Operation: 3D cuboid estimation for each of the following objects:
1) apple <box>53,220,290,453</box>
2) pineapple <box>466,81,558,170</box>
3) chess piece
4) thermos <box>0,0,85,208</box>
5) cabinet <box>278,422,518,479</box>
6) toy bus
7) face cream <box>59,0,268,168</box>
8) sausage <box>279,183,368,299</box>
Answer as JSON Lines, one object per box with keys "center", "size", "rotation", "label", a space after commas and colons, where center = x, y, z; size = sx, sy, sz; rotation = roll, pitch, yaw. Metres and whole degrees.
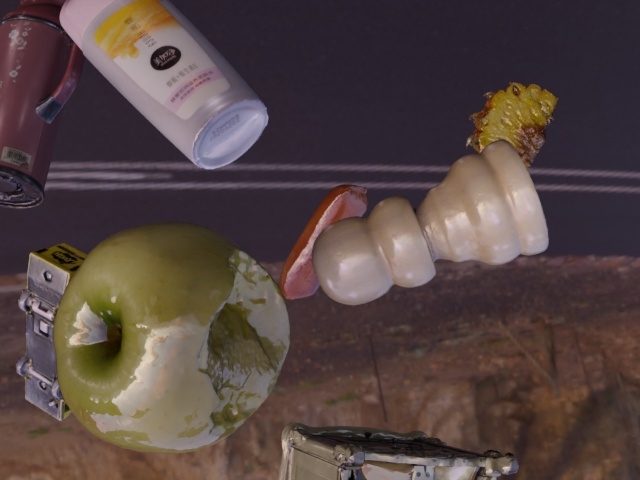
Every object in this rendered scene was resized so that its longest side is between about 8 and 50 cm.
{"center": [-0.172, 0.114, 0.972], "size": [0.279, 0.279, 0.279], "rotation": [-10, 166, -2], "label": "apple"}
{"center": [0.327, -0.199, 1.600], "size": [0.140, 0.250, 0.164], "rotation": [33, 170, -17], "label": "pineapple"}
{"center": [0.134, -0.005, 1.105], "size": [0.300, 0.167, 0.167], "rotation": [-23, 166, 2], "label": "chess piece"}
{"center": [-0.389, -0.218, 1.119], "size": [0.109, 0.330, 0.136], "rotation": [18, 154, -27], "label": "thermos"}
{"center": [0.110, 0.428, 1.349], "size": [0.290, 0.227, 0.318], "rotation": [8, 170, -19], "label": "cabinet"}
{"center": [-0.336, 0.117, 1.066], "size": [0.081, 0.226, 0.074], "rotation": [22, -151, 22], "label": "toy bus"}
{"center": [-0.164, -0.181, 0.853], "size": [0.107, 0.269, 0.073], "rotation": [-34, 148, -14], "label": "face cream"}
{"center": [0.000, 0.000, 1.698], "size": [0.089, 0.083, 0.300], "rotation": [13, 122, -32], "label": "sausage"}
